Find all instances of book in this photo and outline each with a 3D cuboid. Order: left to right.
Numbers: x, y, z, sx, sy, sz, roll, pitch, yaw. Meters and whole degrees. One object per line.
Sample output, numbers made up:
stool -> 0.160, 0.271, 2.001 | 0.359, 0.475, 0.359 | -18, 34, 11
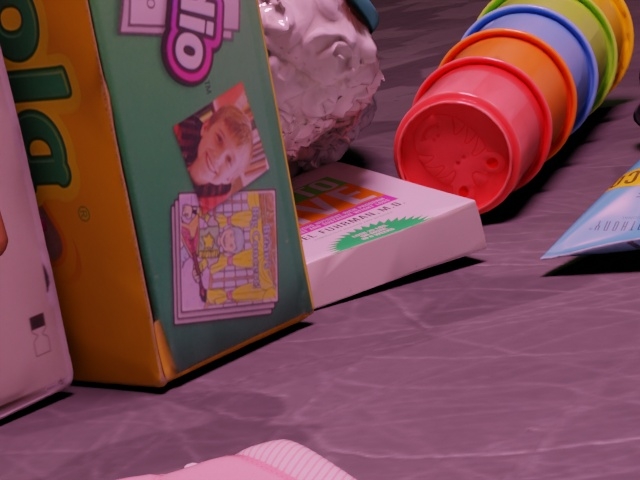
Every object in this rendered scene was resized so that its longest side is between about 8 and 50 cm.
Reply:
book -> 0.000, 0.000, 0.907 | 0.096, 0.035, 0.144 | -19, 15, -22

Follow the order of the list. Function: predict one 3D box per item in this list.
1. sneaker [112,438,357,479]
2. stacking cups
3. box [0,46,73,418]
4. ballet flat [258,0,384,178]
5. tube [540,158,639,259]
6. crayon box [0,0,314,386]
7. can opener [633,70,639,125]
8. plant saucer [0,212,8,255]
sneaker -> -0.043, 0.081, 0.496 | 0.134, 0.051, 0.070 | -1, 13, 24
stacking cups -> 0.101, -0.088, 1.076 | 0.096, 0.096, 0.316 | -6, 12, 20
box -> -0.231, 0.004, 0.784 | 0.232, 0.149, 0.127 | -1, 16, 43
ballet flat -> -0.051, -0.080, 1.043 | 0.147, 0.147, 0.409 | -10, -2, 0
tube -> 0.176, -0.032, 0.876 | 0.080, 0.052, 0.207 | -16, 12, 35
crayon box -> -0.175, -0.129, 0.844 | 0.313, 0.363, 0.106 | 0, 16, 44
can opener -> 0.259, -0.091, 1.037 | 0.186, 0.059, 0.073 | -10, 11, 2
plant saucer -> -0.172, 0.000, 0.438 | 0.200, 0.037, 0.200 | -8, 3, 0
